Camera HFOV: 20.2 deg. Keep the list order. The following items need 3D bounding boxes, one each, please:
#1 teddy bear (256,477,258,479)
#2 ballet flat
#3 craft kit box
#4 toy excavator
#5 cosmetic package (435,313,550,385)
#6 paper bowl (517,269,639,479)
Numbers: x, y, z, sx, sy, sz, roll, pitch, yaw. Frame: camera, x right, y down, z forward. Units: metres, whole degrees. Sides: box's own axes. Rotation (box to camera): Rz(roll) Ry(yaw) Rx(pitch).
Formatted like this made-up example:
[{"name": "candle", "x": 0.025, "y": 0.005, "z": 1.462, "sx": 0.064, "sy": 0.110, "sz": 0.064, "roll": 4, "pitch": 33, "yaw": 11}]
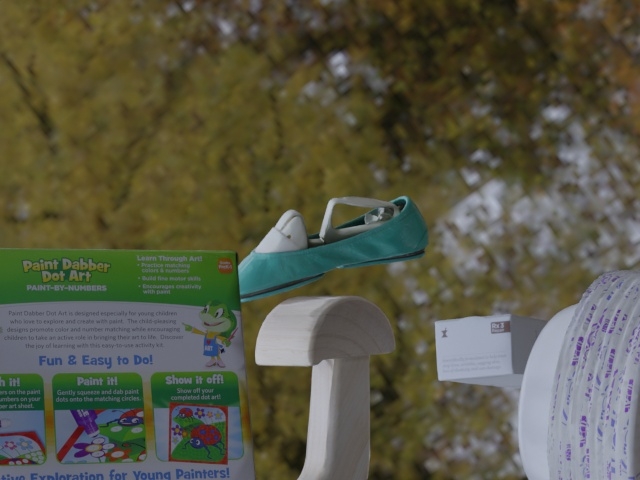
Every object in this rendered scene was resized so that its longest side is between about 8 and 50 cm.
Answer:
[{"name": "teddy bear", "x": -0.149, "y": 0.313, "z": 2.016, "sx": 0.338, "sy": 0.245, "sz": 0.113, "roll": 31, "pitch": -130, "yaw": 16}, {"name": "ballet flat", "x": 0.000, "y": 0.000, "z": 1.997, "sx": 0.083, "sy": 0.247, "sz": 0.087, "roll": -156, "pitch": 53, "yaw": -69}, {"name": "craft kit box", "x": -0.181, "y": 0.128, "z": 1.428, "sx": 0.250, "sy": 0.061, "sz": 0.246, "roll": 1, "pitch": -108, "yaw": -18}, {"name": "toy excavator", "x": -0.045, "y": 0.325, "z": 1.743, "sx": 0.445, "sy": 0.222, "sz": 0.433, "roll": -38, "pitch": -65, "yaw": -42}, {"name": "cosmetic package", "x": 0.257, "y": 0.150, "z": 2.386, "sx": 0.231, "sy": 0.117, "sz": 0.085, "roll": 9, "pitch": -104, "yaw": -55}, {"name": "paper bowl", "x": 0.298, "y": 0.169, "z": 1.791, "sx": 0.284, "sy": 0.148, "sz": 0.284, "roll": -16, "pitch": -72, "yaw": -57}]
